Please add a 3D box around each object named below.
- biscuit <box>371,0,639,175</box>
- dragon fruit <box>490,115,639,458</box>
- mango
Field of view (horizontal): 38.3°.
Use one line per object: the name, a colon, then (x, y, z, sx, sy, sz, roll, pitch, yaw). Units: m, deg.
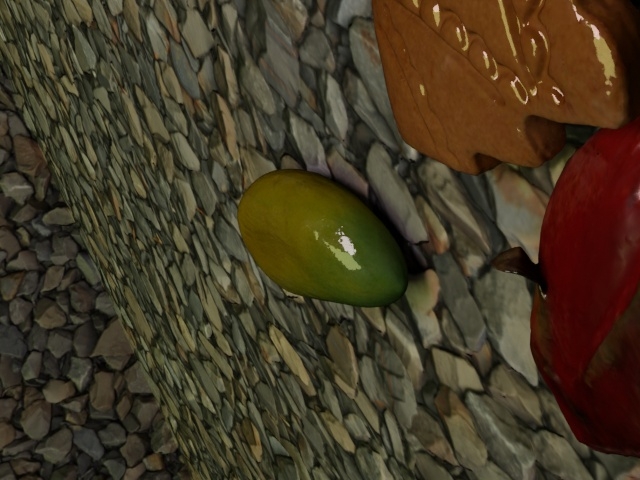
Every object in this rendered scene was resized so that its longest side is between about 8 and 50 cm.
biscuit: (0.092, -0.147, 0.607, 0.283, 0.043, 0.306, 61, 160, 20)
dragon fruit: (0.212, 0.048, 0.537, 0.343, 0.100, 0.282, -7, 103, 64)
mango: (-0.004, -0.006, 0.921, 0.237, 0.091, 0.137, 6, 125, 56)
